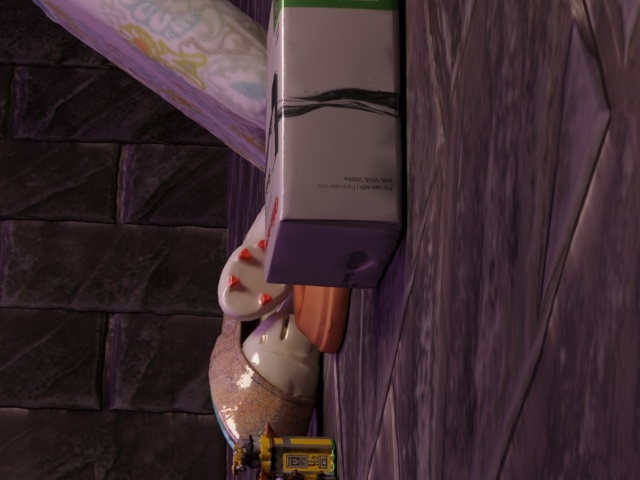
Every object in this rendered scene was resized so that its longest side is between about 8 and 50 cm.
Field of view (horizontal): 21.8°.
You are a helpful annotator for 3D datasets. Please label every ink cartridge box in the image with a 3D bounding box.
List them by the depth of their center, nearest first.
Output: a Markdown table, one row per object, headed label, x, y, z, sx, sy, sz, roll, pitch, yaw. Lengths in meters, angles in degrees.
| label | x | y | z | sx | sy | sz | roll | pitch | yaw |
| --- | --- | --- | --- | --- | --- | --- | --- | --- | --- |
| ink cartridge box | 0.007 | -0.083 | 1.193 | 0.153 | 0.087 | 0.208 | 107 | 163 | -70 |

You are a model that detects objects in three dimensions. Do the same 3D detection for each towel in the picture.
| label | x | y | z | sx | sy | sz | roll | pitch | yaw |
| --- | --- | --- | --- | --- | --- | --- | --- | --- | --- |
| towel | -0.135 | -0.188 | 1.483 | 0.090 | 0.320 | 0.374 | -55 | -5 | -3 |

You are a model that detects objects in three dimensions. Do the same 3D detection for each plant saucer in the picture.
| label | x | y | z | sx | sy | sz | roll | pitch | yaw |
| --- | --- | --- | --- | --- | --- | --- | --- | --- | --- |
| plant saucer | 0.000 | 0.000 | 1.469 | 0.200 | 0.037 | 0.200 | -178 | 90 | -83 |

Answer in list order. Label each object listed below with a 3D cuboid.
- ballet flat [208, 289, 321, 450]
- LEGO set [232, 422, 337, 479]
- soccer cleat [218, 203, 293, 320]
| label | x | y | z | sx | sy | sz | roll | pitch | yaw |
| --- | --- | --- | --- | --- | --- | --- | --- | --- | --- |
| ballet flat | -0.048 | 0.097 | 1.624 | 0.106 | 0.108 | 0.316 | -55 | 22 | 22 |
| LEGO set | -0.081 | 0.301 | 1.363 | 0.331 | 0.192 | 0.255 | -101 | 14 | -65 |
| soccer cleat | -0.050 | 0.014 | 1.624 | 0.076 | 0.068 | 0.196 | -56 | 6 | 49 |
